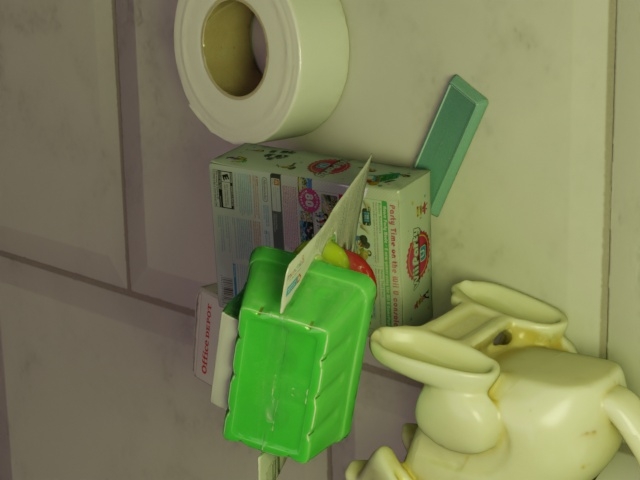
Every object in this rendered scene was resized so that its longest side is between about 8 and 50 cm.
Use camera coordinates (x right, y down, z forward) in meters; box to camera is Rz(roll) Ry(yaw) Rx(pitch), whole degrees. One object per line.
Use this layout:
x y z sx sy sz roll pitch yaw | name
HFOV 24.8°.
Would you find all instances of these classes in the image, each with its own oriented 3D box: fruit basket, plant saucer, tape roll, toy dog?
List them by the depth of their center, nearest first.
-0.016 0.096 1.788 0.165 0.353 0.327 12 118 6 | fruit basket
0.233 0.304 1.828 0.395 0.284 0.408 17 115 21 | toy dog
0.163 -0.124 1.936 0.067 0.018 0.192 44 128 30 | plant saucer
-0.091 -0.282 2.108 0.286 0.100 0.286 16 112 43 | tape roll

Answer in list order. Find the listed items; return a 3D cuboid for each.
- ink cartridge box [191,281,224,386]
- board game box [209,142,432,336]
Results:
-0.095 0.170 2.241 0.218 0.092 0.158 24 117 39 | ink cartridge box
0.000 0.000 2.017 0.303 0.097 0.224 11 115 30 | board game box
